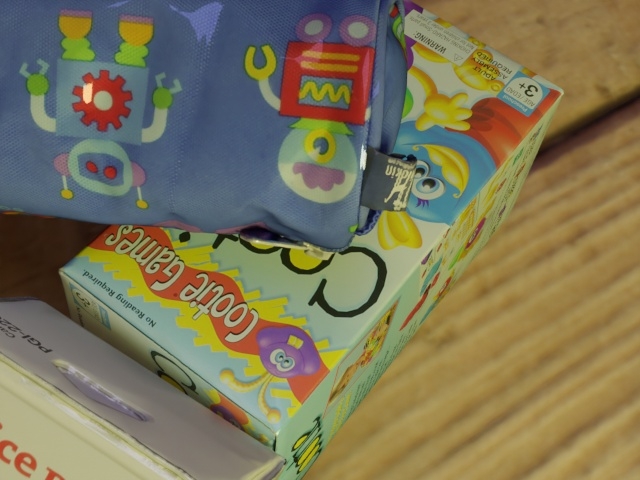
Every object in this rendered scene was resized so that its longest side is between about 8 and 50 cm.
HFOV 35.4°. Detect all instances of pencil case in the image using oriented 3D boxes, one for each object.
[{"bbox_3d":[-0.105,-0.062,0.478,0.306,0.119,0.133,4,99,6],"label":"pencil case"}]

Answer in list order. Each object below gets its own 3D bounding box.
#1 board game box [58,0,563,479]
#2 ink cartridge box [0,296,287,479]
[{"bbox_3d":[0.000,0.000,0.597,0.142,0.144,0.275,34,60,15],"label":"board game box"},{"bbox_3d":[-0.138,0.156,0.453,0.158,0.092,0.218,30,99,11],"label":"ink cartridge box"}]
